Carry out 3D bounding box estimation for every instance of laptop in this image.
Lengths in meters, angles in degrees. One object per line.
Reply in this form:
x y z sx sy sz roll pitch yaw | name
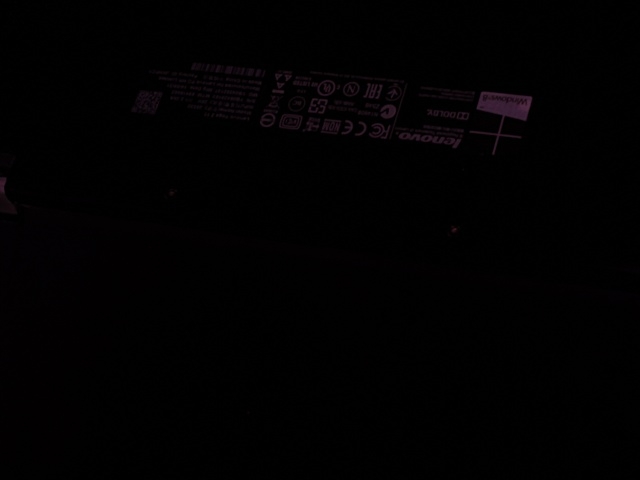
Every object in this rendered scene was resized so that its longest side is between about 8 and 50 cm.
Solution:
0.039 0.002 0.867 0.382 0.236 0.408 8 64 21 | laptop
